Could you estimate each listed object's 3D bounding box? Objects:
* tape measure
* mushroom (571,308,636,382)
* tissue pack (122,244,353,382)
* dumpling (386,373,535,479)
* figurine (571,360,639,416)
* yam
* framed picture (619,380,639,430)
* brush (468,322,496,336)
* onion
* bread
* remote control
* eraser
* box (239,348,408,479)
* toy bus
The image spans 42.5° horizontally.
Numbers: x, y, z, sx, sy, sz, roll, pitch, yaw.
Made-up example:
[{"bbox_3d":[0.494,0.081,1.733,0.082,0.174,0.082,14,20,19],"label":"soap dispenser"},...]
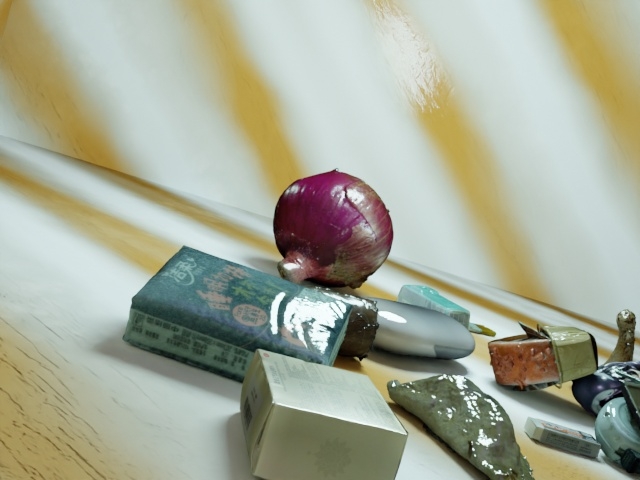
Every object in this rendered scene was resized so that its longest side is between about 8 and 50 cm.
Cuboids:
[{"bbox_3d":[0.565,0.298,1.502,0.163,0.084,0.330,17,30,-7],"label":"tape measure"},{"bbox_3d":[0.691,0.270,1.879,0.148,0.218,0.227,12,8,-42],"label":"mushroom"},{"bbox_3d":[-0.120,0.124,1.301,0.315,0.103,0.228,19,22,6],"label":"tissue pack"},{"bbox_3d":[0.243,0.279,1.256,0.166,0.086,0.332,11,13,-29],"label":"dumpling"},{"bbox_3d":[0.635,0.317,1.719,0.222,0.145,0.145,15,7,-19],"label":"figurine"},{"bbox_3d":[-0.024,0.142,1.517,0.279,0.131,0.131,14,7,-25],"label":"yam"},{"bbox_3d":[0.618,0.351,1.358,0.192,0.018,0.265,16,36,-16],"label":"framed picture"},{"bbox_3d":[0.330,0.215,2.263,0.336,0.020,0.085,15,7,-23],"label":"brush"},{"bbox_3d":[0.000,0.000,2.193,0.347,0.348,0.385,20,42,26],"label":"onion"},{"bbox_3d":[0.460,0.236,1.726,0.211,0.143,0.224,-8,-3,7],"label":"bread"},{"bbox_3d":[0.187,0.187,1.751,0.332,0.104,0.221,12,8,-38],"label":"remote control"},{"bbox_3d":[0.417,0.339,1.420,0.122,0.029,0.052,17,6,-4],"label":"eraser"},{"bbox_3d":[-0.006,0.221,1.011,0.168,0.095,0.212,18,6,-11],"label":"box"},{"bbox_3d":[0.274,0.183,2.042,0.091,0.109,0.261,8,9,-23],"label":"toy bus"}]
